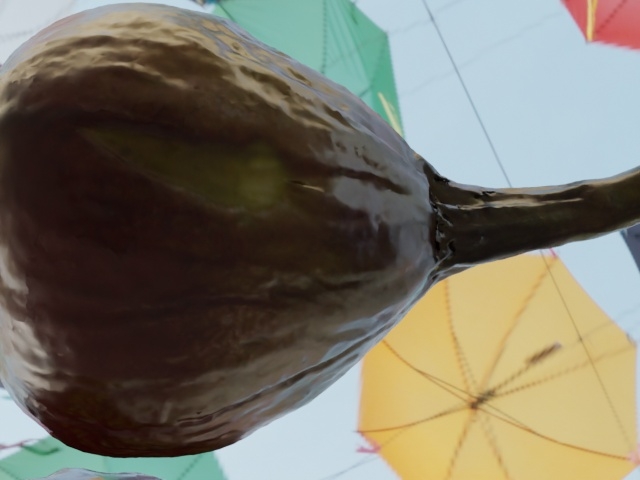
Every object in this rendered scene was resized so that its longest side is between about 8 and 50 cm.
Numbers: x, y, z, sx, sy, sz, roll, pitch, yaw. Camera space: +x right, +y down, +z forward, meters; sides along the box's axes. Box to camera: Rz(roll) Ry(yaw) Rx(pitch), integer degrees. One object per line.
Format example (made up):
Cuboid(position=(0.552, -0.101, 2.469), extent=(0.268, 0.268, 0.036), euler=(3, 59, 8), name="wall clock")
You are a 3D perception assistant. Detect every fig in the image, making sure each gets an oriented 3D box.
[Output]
Cuboid(position=(-0.012, -0.029, 0.548), extent=(0.290, 0.190, 0.191), euler=(-21, -103, 12), name="fig")

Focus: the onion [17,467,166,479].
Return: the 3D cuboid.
Cuboid(position=(-0.116, 0.303, 0.663), extent=(0.358, 0.358, 0.345), euler=(-48, -114, 3), name="onion")
